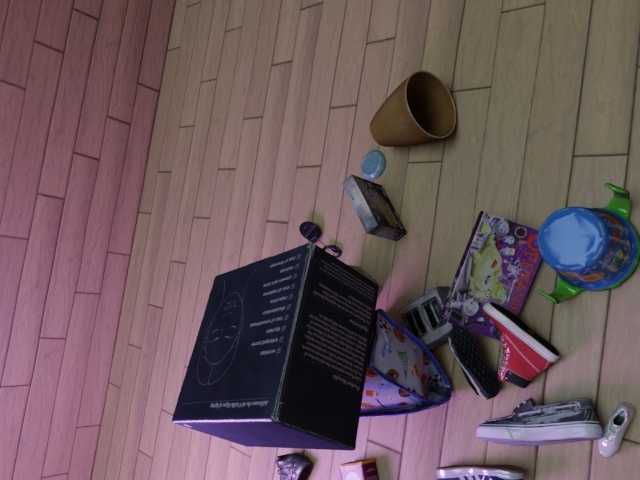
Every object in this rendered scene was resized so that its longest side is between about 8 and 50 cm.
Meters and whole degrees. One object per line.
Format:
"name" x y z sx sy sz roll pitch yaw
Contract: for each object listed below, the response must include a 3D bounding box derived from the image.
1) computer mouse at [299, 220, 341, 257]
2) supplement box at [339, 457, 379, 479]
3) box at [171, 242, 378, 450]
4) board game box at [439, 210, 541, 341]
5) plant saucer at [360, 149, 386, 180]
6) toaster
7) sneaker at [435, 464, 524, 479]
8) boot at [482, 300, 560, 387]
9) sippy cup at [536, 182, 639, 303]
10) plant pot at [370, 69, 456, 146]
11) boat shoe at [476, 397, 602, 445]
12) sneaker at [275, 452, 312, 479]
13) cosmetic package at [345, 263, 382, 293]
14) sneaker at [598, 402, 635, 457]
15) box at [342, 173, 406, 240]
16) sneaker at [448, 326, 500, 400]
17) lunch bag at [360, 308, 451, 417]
"computer mouse" 0.000 0.000 2.171 0.071 0.041 0.242 -49 56 2
"supplement box" 0.142 0.850 1.831 0.104 0.081 0.188 -26 65 35
"box" -0.126 0.320 1.541 0.480 0.297 0.471 -19 47 44
"board game box" 0.513 0.108 1.593 0.208 0.056 0.346 19 96 -2
"plant saucer" 0.195 -0.290 2.057 0.119 0.021 0.119 -10 75 41
"toaster" 0.362 0.258 1.735 0.168 0.110 0.185 -37 59 32
"sneaker" 0.465 0.730 1.550 0.282 0.099 0.153 -25 61 44
"boot" 0.529 0.306 1.550 0.244 0.088 0.176 42 114 11
"sippy cup" 0.688 0.011 1.414 0.240 0.224 0.305 -9 76 41
"plant pot" 0.296 -0.424 1.877 0.254 0.237 0.237 -21 67 52
"boat shoe" 0.595 0.497 1.489 0.335 0.121 0.119 -17 55 33
"sneaker" -0.129 0.912 2.064 0.130 0.087 0.227 31 99 43
"cosmetic package" 0.058 0.164 1.903 0.153 0.296 0.129 42 110 41
"sneaker" 0.748 0.484 1.375 0.054 0.061 0.152 26 100 40
"box" 0.192 -0.116 1.916 0.056 0.183 0.231 -41 56 28
"sneaker" 0.445 0.377 1.622 0.234 0.084 0.097 63 159 10
"lunch bag" 0.176 0.429 1.691 0.328 0.385 0.238 -23 40 40
